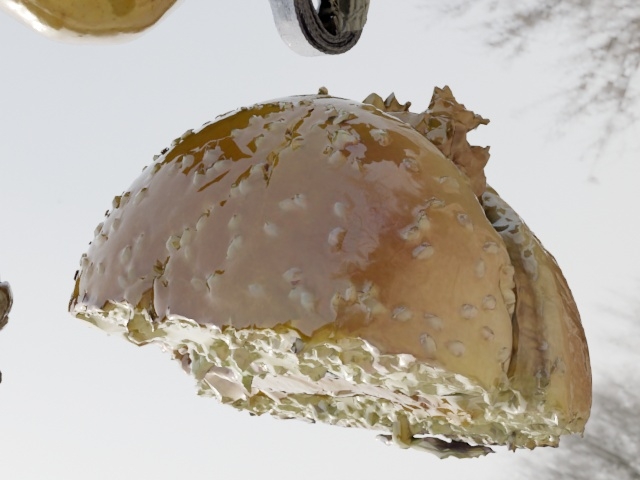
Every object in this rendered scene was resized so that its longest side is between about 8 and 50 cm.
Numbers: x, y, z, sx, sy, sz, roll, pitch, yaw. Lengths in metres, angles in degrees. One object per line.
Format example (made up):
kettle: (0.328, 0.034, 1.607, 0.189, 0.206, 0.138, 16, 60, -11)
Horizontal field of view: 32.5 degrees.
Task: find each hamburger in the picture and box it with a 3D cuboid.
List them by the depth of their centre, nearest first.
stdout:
hamburger: (0.000, 0.000, 0.899, 0.268, 0.446, 0.286, 32, -114, -39)

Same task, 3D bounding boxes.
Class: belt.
belt: (-0.009, -0.392, 1.654, 0.140, 0.126, 0.230, -12, -77, -27)

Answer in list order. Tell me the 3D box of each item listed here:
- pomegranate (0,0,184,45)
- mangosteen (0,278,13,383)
pomegranate: (-0.285, -0.396, 1.266, 0.342, 0.343, 0.342, -34, -44, -40)
mangosteen: (-0.470, 0.088, 1.330, 0.211, 0.250, 0.211, -39, -9, -7)
